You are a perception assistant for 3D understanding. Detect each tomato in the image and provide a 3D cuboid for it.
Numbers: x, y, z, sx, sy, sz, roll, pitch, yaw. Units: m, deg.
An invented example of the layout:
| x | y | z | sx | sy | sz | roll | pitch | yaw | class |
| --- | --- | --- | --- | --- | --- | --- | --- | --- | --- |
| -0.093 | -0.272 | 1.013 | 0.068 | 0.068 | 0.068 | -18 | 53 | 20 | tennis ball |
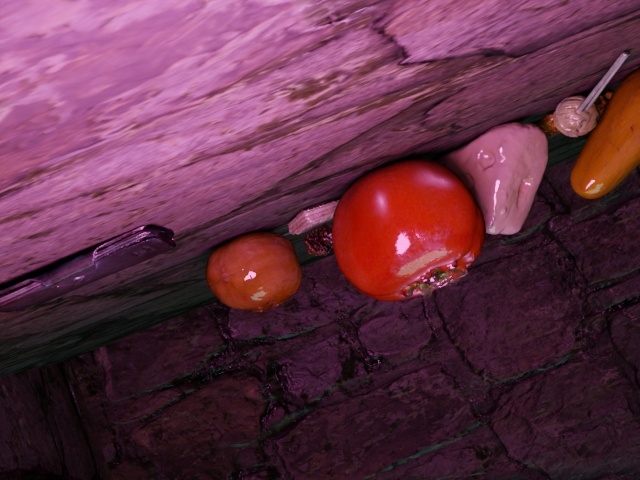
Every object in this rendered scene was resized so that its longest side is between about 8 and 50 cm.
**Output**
| x | y | z | sx | sy | sz | roll | pitch | yaw | class |
| --- | --- | --- | --- | --- | --- | --- | --- | --- | --- |
| 0.194 | -0.026 | 1.615 | 0.341 | 0.273 | 0.341 | -20 | 162 | -7 | tomato |

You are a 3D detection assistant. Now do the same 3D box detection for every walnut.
| x | y | z | sx | sy | sz | roll | pitch | yaw | class |
| --- | --- | --- | --- | --- | --- | --- | --- | --- | --- |
| -0.145 | 0.076 | 1.814 | 0.203 | 0.203 | 0.298 | -25 | 166 | 35 | walnut |

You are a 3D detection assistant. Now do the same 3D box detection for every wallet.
| x | y | z | sx | sy | sz | roll | pitch | yaw | class |
| --- | --- | --- | --- | --- | --- | --- | --- | --- | --- |
| -0.414 | 0.052 | 1.304 | 0.318 | 0.045 | 0.172 | -23 | 176 | 0 | wallet |

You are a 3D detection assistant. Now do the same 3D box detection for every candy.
| x | y | z | sx | sy | sz | roll | pitch | yaw | class |
| --- | --- | --- | --- | --- | --- | --- | --- | --- | --- |
| 0.560 | -0.300 | 1.515 | 0.092 | 0.093 | 0.335 | -56 | 173 | -12 | candy |

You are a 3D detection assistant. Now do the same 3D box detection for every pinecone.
| x | y | z | sx | sy | sz | roll | pitch | yaw | class |
| --- | --- | --- | --- | --- | --- | --- | --- | --- | --- |
| 0.000 | 0.000 | 1.810 | 0.083 | 0.077 | 0.077 | -52 | 178 | -7 | pinecone |

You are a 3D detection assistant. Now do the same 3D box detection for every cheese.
| x | y | z | sx | sy | sz | roll | pitch | yaw | class |
| --- | --- | --- | --- | --- | --- | --- | --- | --- | --- |
| 0.392 | -0.178 | 1.710 | 0.173 | 0.251 | 0.248 | 1 | 125 | -42 | cheese |

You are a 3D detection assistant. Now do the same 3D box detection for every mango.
| x | y | z | sx | sy | sz | roll | pitch | yaw | class |
| --- | --- | --- | --- | --- | --- | --- | --- | --- | --- |
| 0.667 | -0.235 | 1.637 | 0.332 | 0.142 | 0.195 | -55 | 169 | 10 | mango |

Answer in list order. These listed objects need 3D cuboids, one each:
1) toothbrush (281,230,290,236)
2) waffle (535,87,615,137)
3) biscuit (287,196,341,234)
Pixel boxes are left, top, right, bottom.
| x | y | z | sx | sy | sz | roll | pitch | yaw | class |
| --- | --- | --- | --- | --- | --- | --- | --- | --- | --- |
| -0.120 | -0.005 | 2.073 | 0.167 | 0.014 | 0.011 | -23 | 166 | 17 | toothbrush |
| 0.608 | -0.298 | 1.795 | 0.231 | 0.051 | 0.228 | -26 | 173 | 34 | waffle |
| 0.046 | -0.075 | 1.844 | 0.250 | 0.046 | 0.147 | -19 | 174 | -25 | biscuit |
